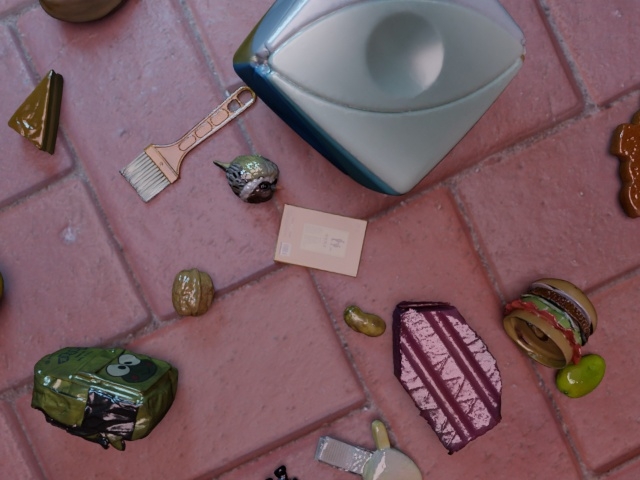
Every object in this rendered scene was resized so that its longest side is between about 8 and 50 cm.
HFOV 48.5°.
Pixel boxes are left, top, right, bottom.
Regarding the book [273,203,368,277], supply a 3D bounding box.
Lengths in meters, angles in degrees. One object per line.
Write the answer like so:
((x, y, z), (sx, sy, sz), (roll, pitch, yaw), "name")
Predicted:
((0.000, 0.000, 1.415), (0.172, 0.012, 0.118), (12, 89, -1), "book")

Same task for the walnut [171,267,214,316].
((-0.247, 0.101, 1.378), (0.078, 0.082, 0.096), (7, 88, -29), "walnut")

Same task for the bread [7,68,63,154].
((-0.522, -0.249, 1.377), (0.084, 0.074, 0.139), (37, 87, 0), "bread")

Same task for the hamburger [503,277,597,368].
((0.447, 0.149, 1.353), (0.137, 0.175, 0.175), (-43, 90, -14), "hamburger")

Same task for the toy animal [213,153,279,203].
((-0.147, -0.118, 1.377), (0.137, 0.098, 0.098), (2, 89, 15), "toy animal")

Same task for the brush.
((-0.252, -0.204, 1.412), (0.314, 0.017, 0.090), (-39, 93, -2), "brush")

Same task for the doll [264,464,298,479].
((-0.036, 0.534, 1.383), (0.096, 0.070, 0.195), (-35, 86, -32), "doll")

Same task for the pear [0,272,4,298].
((-0.689, 0.088, 1.325), (0.178, 0.267, 0.267), (-17, 90, -26), "pear")

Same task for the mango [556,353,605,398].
((0.515, 0.265, 1.401), (0.108, 0.056, 0.073), (-37, 96, -4), "mango")

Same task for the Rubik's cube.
((0.084, -0.313, 1.217), (0.351, 0.352, 0.347), (41, 91, -17), "Rubik's cube")

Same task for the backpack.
((-0.403, 0.280, 1.315), (0.253, 0.207, 0.140), (13, 101, 6), "backpack")

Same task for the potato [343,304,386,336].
((0.084, 0.161, 1.399), (0.092, 0.046, 0.045), (25, 53, -10), "potato")

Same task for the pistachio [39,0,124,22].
((-0.432, -0.545, 1.342), (0.197, 0.166, 0.288), (37, 84, -24), "pistachio")

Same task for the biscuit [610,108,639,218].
((0.728, -0.160, 1.419), (0.306, 0.043, 0.284), (16, 88, -3), "biscuit")

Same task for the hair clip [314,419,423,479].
((0.102, 0.432, 1.389), (0.218, 0.071, 0.159), (22, 86, -5), "hair clip")

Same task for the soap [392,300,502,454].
((0.234, 0.240, 1.367), (0.182, 0.112, 0.289), (-35, 90, -2), "soap")
